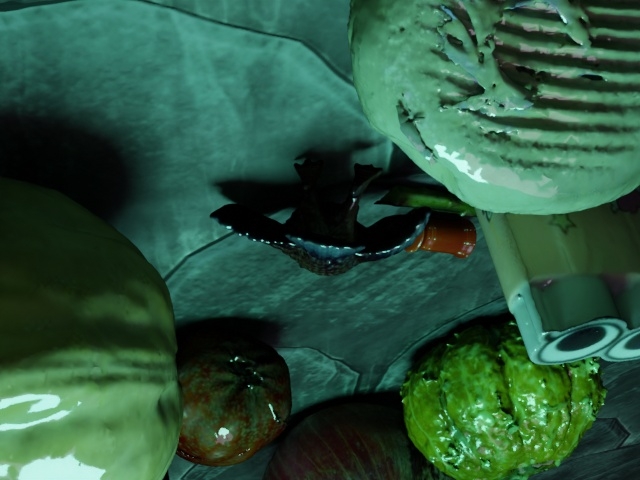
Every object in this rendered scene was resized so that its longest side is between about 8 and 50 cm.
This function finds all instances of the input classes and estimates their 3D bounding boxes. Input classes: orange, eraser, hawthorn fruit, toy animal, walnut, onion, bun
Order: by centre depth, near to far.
[{"bbox_3d":[0.146,-0.151,0.743,0.273,0.273,0.168,-8,-170,-11],"label":"bun"},{"bbox_3d":[0.199,-0.042,0.864,0.171,0.290,0.087,0,149,-25],"label":"eraser"},{"bbox_3d":[-0.302,0.117,0.869,0.381,0.381,0.381,-11,152,-6],"label":"walnut"},{"bbox_3d":[0.000,0.002,1.032,0.219,0.116,0.179,0,149,-3],"label":"toy animal"},{"bbox_3d":[-0.145,0.212,1.303,0.181,0.181,0.235,10,143,-38],"label":"hawthorn fruit"},{"bbox_3d":[0.274,0.245,1.500,0.301,0.223,0.300,-15,157,1],"label":"orange"},{"bbox_3d":[0.072,0.431,1.633,0.354,0.353,0.353,-11,152,-6],"label":"onion"}]

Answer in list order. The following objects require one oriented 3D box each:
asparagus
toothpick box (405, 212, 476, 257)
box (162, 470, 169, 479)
[{"bbox_3d":[0.151,-0.036,1.132,0.236,0.027,0.034,10,149,-37],"label":"asparagus"},{"bbox_3d":[0.132,-0.006,1.159,0.083,0.047,0.047,7,145,-32],"label":"toothpick box"},{"bbox_3d":[-0.251,0.222,1.152,0.116,0.279,0.261,-3,149,-16],"label":"box"}]
